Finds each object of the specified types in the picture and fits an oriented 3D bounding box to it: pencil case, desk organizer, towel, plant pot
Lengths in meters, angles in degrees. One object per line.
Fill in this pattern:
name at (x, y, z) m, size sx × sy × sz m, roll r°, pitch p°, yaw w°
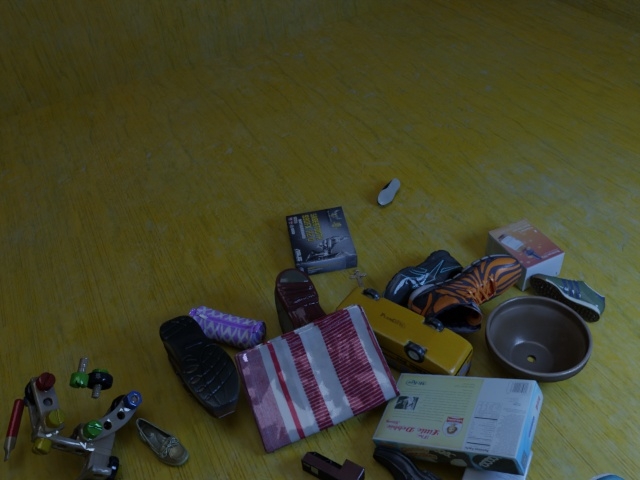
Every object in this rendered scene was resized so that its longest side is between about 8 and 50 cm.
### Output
pencil case at (-0.244, 0.227, 1.545) m, size 0.206 × 0.088 × 0.086 m, roll 10°, pitch 47°, yaw 17°
desk organizer at (0.027, 0.487, 1.256) m, size 0.130 × 0.047 × 0.050 m, roll 19°, pitch 46°, yaw 25°
towel at (-0.013, 0.310, 1.353) m, size 0.328 × 0.037 × 0.237 m, roll -23°, pitch 71°, yaw -2°
plant pot at (0.511, 0.253, 1.402) m, size 0.237 × 0.110 × 0.237 m, roll -4°, pitch 42°, yaw 4°

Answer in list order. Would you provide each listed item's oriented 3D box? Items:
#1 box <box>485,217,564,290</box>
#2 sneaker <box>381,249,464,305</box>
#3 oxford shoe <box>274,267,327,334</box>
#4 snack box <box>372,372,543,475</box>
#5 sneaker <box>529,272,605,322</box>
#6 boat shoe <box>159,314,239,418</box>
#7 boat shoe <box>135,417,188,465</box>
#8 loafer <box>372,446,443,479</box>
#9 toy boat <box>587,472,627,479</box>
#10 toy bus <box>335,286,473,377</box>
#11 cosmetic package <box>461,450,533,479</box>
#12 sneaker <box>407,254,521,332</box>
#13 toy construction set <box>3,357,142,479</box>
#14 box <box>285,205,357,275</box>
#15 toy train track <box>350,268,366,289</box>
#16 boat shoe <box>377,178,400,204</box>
box at (0.567, 0.036, 1.646) m, size 0.130 × 0.091 × 0.170 m, roll -21°, pitch 44°, yaw -15°
sneaker at (0.280, 0.116, 1.590) m, size 0.267 × 0.101 × 0.106 m, roll -31°, pitch 50°, yaw -24°
oxford shoe at (-0.028, 0.244, 1.485) m, size 0.122 × 0.130 × 0.348 m, roll -9°, pitch 61°, yaw -20°
snack box at (0.284, 0.376, 1.243) m, size 0.321 × 0.060 × 0.187 m, roll -6°, pitch 35°, yaw 39°
sneaker at (0.654, 0.134, 1.548) m, size 0.192 × 0.064 × 0.086 m, roll 33°, pitch 52°, yaw 25°
boat shoe at (-0.291, 0.314, 1.433) m, size 0.122 × 0.120 × 0.324 m, roll -16°, pitch 37°, yaw -27°
boat shoe at (-0.363, 0.456, 1.338) m, size 0.153 × 0.048 × 0.056 m, roll 27°, pitch 52°, yaw 31°
loafer at (0.177, 0.490, 1.224) m, size 0.170 × 0.062 × 0.061 m, roll 23°, pitch 54°, yaw 30°
toy boat at (0.609, 0.539, 1.047) m, size 0.317 × 0.148 × 0.268 m, roll 0°, pitch 42°, yaw 8°
toy bus at (0.198, 0.239, 1.442) m, size 0.332 × 0.130 × 0.108 m, roll 24°, pitch 51°, yaw 29°
cosmetic package at (0.333, 0.509, 1.166) m, size 0.117 × 0.086 × 0.231 m, roll 16°, pitch 49°, yaw 24°
sneaker at (0.393, 0.149, 1.486) m, size 0.321 × 0.125 × 0.180 m, roll -25°, pitch 19°, yaw -5°
toy construction set at (-0.564, 0.438, 1.286) m, size 0.308 × 0.257 × 0.237 m, roll -17°, pitch 52°, yaw 19°
box at (0.000, 0.000, 1.784) m, size 0.182 × 0.056 × 0.231 m, roll -10°, pitch 43°, yaw -3°
toy train track at (0.112, 0.110, 1.681) m, size 0.048 × 0.014 × 0.083 m, roll -12°, pitch 43°, yaw -5°
boat shoe at (0.218, -0.156, 1.941) m, size 0.046 × 0.038 × 0.125 m, roll 42°, pitch 56°, yaw -10°
